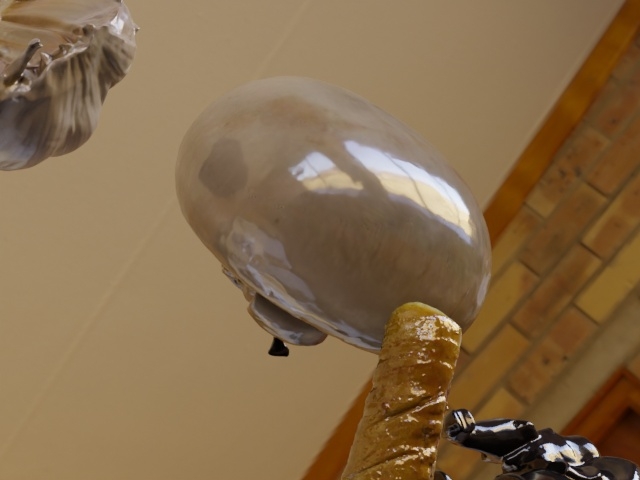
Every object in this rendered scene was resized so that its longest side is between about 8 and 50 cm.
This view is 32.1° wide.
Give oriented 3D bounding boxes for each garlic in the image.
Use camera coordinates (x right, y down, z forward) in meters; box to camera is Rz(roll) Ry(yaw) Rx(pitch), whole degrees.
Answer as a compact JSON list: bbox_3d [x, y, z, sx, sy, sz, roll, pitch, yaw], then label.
[{"bbox_3d":[-0.262,-0.136,1.009,0.229,0.178,0.143,-29,-57,-32],"label":"garlic"}]

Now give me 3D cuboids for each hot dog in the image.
[{"bbox_3d":[0.058,0.189,0.945,0.061,0.088,0.286,67,-147,-72],"label":"hot dog"}]

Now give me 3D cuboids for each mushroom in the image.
[{"bbox_3d":[0.000,0.000,1.173,0.294,0.362,0.362,-53,-33,15],"label":"mushroom"}]

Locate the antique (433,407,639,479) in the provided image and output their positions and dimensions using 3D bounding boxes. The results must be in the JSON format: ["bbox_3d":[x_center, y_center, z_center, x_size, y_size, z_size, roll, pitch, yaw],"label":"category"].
[{"bbox_3d":[0.261,0.340,1.250,0.255,0.322,0.185,7,-45,-42],"label":"antique"}]
